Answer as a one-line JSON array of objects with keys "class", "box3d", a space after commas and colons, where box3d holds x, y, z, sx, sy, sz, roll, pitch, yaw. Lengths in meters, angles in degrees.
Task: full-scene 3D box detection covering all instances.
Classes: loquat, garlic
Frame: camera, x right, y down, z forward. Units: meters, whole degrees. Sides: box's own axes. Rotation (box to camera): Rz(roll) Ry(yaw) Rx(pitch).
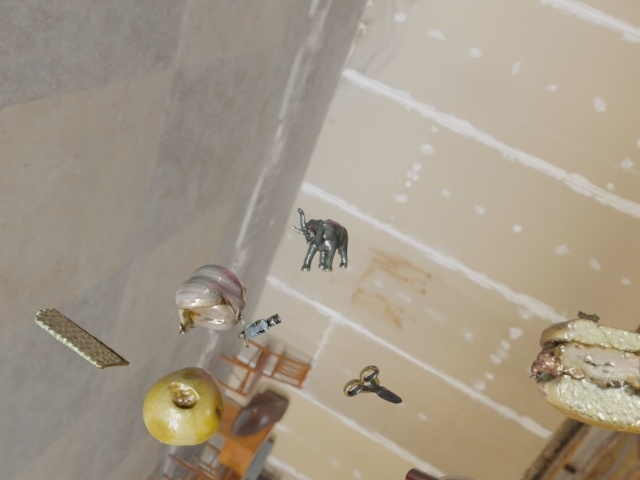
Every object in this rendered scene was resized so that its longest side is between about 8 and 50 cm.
[{"class": "loquat", "box3d": [-0.357, 0.442, 1.641, 0.213, 0.213, 0.213, -58, 170, -17]}, {"class": "garlic", "box3d": [-0.280, 0.196, 1.613, 0.207, 0.256, 0.207, -22, 160, -9]}]

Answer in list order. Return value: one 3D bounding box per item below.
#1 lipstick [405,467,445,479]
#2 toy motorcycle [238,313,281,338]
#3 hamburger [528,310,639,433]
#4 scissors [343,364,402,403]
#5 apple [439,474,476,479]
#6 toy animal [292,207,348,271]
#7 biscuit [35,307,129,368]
[{"class": "lipstick", "box3d": [0.296, 0.540, 1.283, 0.057, 0.057, 0.357, -58, -159, -17]}, {"class": "toy motorcycle", "box3d": [-0.238, 0.335, 2.386, 0.173, 0.058, 0.100, -29, 174, 38]}, {"class": "hamburger", "box3d": [0.450, 0.221, 1.004, 0.245, 0.282, 0.155, 104, -3, -73]}, {"class": "scissors", "box3d": [0.127, 0.323, 1.343, 0.088, 0.017, 0.220, -44, 139, 6]}, {"class": "apple", "box3d": [0.368, 0.850, 1.853, 0.309, 0.250, 0.277, -73, 162, -51]}, {"class": "toy animal", "box3d": [-0.002, 0.009, 1.510, 0.269, 0.082, 0.137, 17, 77, -65]}, {"class": "biscuit", "box3d": [-0.475, 0.189, 1.213, 0.016, 0.203, 0.144, -57, 172, -4]}]
